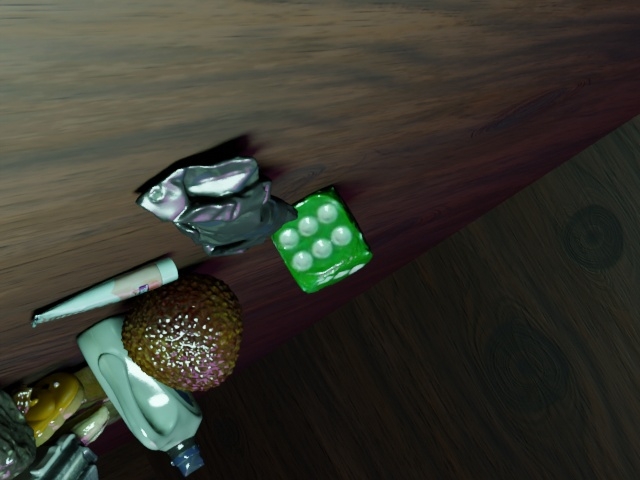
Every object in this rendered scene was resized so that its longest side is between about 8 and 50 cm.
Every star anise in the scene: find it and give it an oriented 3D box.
[{"bbox_3d":[-0.542,0.302,1.762,0.167,0.057,0.168,-24,-152,14],"label":"star anise"}]

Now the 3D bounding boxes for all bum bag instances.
[{"bbox_3d":[-0.111,-0.038,1.238,0.137,0.074,0.310,-18,167,6],"label":"bum bag"}]

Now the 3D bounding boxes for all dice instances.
[{"bbox_3d":[0.000,0.000,1.653,0.128,0.131,0.120,-29,169,3],"label":"dice"}]

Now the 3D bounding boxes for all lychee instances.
[{"bbox_3d":[-0.211,0.139,1.633,0.194,0.194,0.194,-29,172,-5],"label":"lychee"}]

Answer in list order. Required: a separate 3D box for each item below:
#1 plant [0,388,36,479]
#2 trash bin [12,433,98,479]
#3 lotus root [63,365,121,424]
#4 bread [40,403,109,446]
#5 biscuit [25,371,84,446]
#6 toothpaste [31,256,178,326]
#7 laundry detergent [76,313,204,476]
[{"bbox_3d":[-0.600,0.367,1.605,0.320,0.194,0.181,-33,168,5],"label":"plant"},{"bbox_3d":[-0.582,0.492,1.795,0.367,0.256,0.296,0,-162,8],"label":"trash bin"},{"bbox_3d":[-0.457,0.312,2.087,0.390,0.111,0.375,-27,167,-4],"label":"lotus root"},{"bbox_3d":[-0.476,0.375,1.934,0.214,0.053,0.073,-30,-167,6],"label":"bread"},{"bbox_3d":[-0.498,0.291,1.838,0.170,0.050,0.170,-25,-151,15],"label":"biscuit"},{"bbox_3d":[-0.294,0.073,1.434,0.205,0.036,0.056,-21,171,-24],"label":"toothpaste"},{"bbox_3d":[-0.282,0.262,1.739,0.105,0.281,0.215,-29,171,8],"label":"laundry detergent"}]
